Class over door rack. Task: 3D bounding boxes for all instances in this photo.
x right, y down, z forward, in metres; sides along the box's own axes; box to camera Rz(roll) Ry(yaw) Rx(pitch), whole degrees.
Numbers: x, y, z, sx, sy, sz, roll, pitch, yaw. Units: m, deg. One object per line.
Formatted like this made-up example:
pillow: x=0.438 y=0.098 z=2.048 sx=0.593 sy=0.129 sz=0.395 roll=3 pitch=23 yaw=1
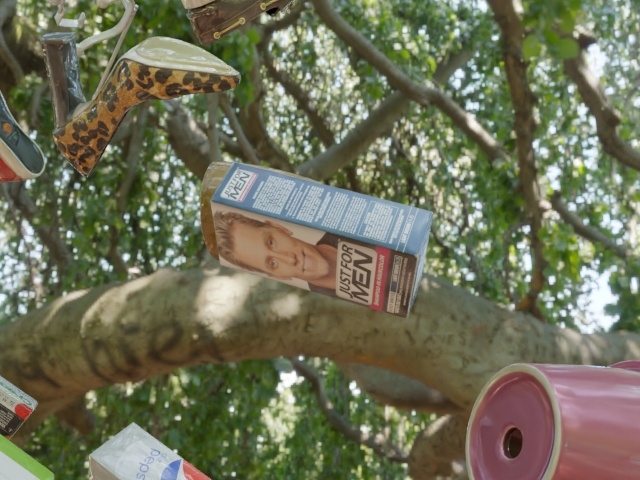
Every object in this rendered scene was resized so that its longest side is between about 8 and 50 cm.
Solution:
over door rack: x=-0.422 y=-0.397 z=1.247 sx=0.108 sy=0.240 sz=0.324 roll=-16 pitch=-18 yaw=-28

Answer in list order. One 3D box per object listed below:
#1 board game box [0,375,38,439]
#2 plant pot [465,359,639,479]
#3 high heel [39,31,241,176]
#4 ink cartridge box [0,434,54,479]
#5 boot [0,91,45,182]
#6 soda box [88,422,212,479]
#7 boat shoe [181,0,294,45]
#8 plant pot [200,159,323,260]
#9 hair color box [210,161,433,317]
board game box: x=-0.596 y=0.227 z=1.019 sx=0.305 sy=0.193 sz=0.053 roll=40 pitch=-7 yaw=-12
plant pot: x=0.239 y=0.193 z=0.630 sx=0.180 sy=0.201 sz=0.201 roll=19 pitch=-28 yaw=-19
high heel: x=-0.215 y=-0.152 z=0.879 sx=0.261 sy=0.093 sz=0.186 roll=10 pitch=-57 yaw=14
ink cartridge box: x=-0.271 y=0.208 z=0.408 sx=0.097 sy=0.255 sz=0.189 roll=-30 pitch=-58 yaw=10
boot: x=-0.615 y=-0.191 z=1.218 sx=0.176 sy=0.088 sz=0.244 roll=-10 pitch=-52 yaw=19
soda box: x=-0.204 y=0.390 z=1.025 sx=0.286 sy=0.091 sz=0.098 roll=27 pitch=-55 yaw=24
boat shoe: x=-0.108 y=-0.470 z=1.350 sx=0.116 sy=0.324 sz=0.097 roll=22 pitch=-43 yaw=51
plant pot: x=-0.118 y=-0.072 z=1.652 sx=0.254 sy=0.237 sz=0.237 roll=0 pitch=-24 yaw=15
hair color box: x=0.000 y=0.000 z=1.189 sx=0.347 sy=0.105 sz=0.174 roll=15 pitch=-39 yaw=12
